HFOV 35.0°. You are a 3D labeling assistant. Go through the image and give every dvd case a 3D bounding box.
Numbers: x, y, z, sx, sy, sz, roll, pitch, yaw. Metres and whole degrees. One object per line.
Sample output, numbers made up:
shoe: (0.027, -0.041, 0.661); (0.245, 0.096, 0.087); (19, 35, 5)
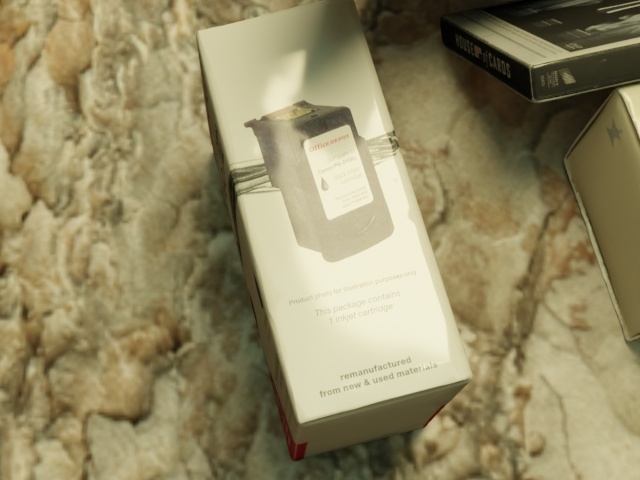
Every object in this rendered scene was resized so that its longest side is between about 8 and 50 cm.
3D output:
dvd case: (0.224, -0.151, 0.702); (0.238, 0.179, 0.030); (-13, 114, -7)

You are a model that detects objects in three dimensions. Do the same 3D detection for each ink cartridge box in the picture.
ink cartridge box: (0.000, 0.000, 0.626); (0.100, 0.172, 0.237); (-13, 72, -7)

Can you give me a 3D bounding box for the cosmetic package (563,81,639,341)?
cosmetic package: (0.338, -0.044, 0.682); (0.296, 0.129, 0.153); (-12, 74, -7)
